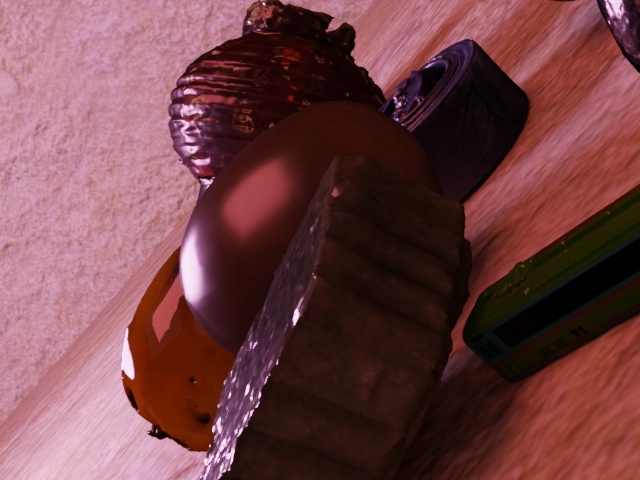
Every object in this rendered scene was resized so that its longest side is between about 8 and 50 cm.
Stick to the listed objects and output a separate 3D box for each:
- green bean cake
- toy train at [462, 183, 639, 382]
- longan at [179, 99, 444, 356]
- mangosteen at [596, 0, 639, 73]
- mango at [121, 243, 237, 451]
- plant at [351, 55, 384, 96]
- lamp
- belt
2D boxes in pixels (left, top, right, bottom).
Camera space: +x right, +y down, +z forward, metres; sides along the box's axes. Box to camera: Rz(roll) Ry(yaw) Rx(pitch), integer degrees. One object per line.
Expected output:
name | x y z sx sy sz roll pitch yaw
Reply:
green bean cake | 0.003 0.071 0.718 0.183 0.094 0.185 -63 3 30
toy train | 0.141 0.000 0.614 0.209 0.042 0.044 -40 14 47
longan | 0.000 0.000 0.895 0.189 0.189 0.189 -48 9 10
mangosteen | 0.184 -0.122 0.565 0.152 0.152 0.152 -48 9 10
mango | -0.058 0.055 1.096 0.156 0.151 0.249 4 40 39
plant | -0.024 -0.154 1.756 0.203 0.131 0.142 -40 10 1
lamp | -0.039 -0.123 1.414 0.247 0.247 0.247 -48 9 10
belt | 0.090 -0.092 1.106 0.141 0.082 0.190 -41 12 15
